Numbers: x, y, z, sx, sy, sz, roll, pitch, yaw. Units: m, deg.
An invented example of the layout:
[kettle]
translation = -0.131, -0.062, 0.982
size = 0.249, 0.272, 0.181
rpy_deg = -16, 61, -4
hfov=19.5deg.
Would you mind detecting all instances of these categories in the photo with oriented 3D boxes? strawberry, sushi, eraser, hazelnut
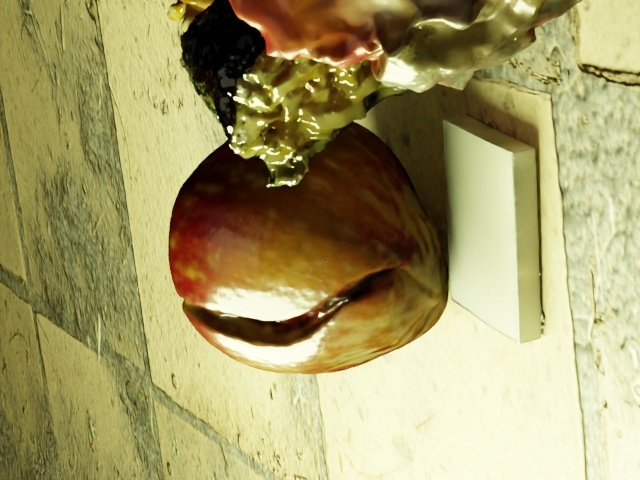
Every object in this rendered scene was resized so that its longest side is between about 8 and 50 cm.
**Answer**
[strawberry]
translation = 0.039, -0.262, 1.178
size = 0.265, 0.149, 0.336
rpy_deg = -36, 87, 31
[sushi]
translation = 0.007, -0.153, 1.321
size = 0.147, 0.212, 0.115
rpy_deg = 60, 178, -38
[eraser]
translation = 0.126, -0.010, 1.369
size = 0.104, 0.023, 0.150
rpy_deg = -145, 46, -58
[hazelnut]
translation = 0.000, 0.000, 1.442
size = 0.218, 0.234, 0.218
rpy_deg = -2, 85, 24

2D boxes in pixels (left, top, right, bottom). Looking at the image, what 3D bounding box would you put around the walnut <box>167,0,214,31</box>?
[walnut]
translation = -0.115, -0.250, 1.741
size = 0.170, 0.069, 0.143
rpy_deg = -124, 29, -46
